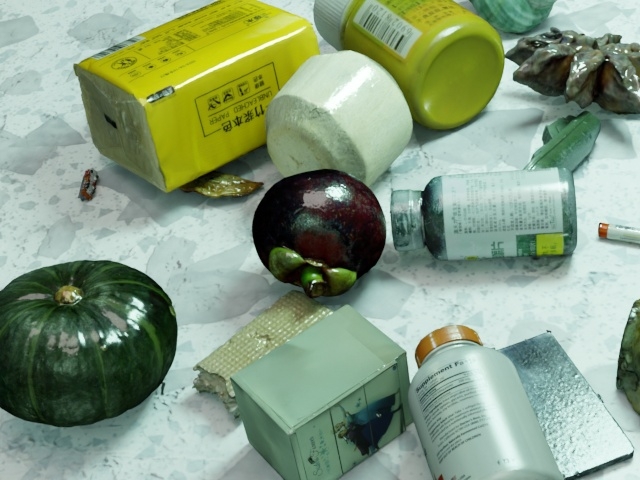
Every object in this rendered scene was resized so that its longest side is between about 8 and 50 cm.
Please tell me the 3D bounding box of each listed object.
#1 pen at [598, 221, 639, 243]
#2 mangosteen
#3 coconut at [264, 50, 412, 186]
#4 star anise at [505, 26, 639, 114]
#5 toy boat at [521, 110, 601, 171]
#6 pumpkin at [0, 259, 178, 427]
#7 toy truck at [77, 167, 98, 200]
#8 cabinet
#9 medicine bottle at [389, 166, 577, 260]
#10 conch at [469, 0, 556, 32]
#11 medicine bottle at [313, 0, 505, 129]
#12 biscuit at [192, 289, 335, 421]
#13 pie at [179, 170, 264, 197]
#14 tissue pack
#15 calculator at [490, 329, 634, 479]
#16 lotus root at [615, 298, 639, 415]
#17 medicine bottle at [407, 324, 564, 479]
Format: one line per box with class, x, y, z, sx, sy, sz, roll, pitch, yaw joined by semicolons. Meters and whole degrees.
pen;0.561;0.002;1.864;0.239;0.028;0.028;11;45;24
mangosteen;0.005;-0.006;1.862;0.216;0.216;0.216;-6;41;5
coconut;0.038;-0.214;2.069;0.237;0.237;0.266;24;60;34
star anise;0.495;-0.316;2.137;0.332;0.117;0.331;4;26;-2
toy boat;0.395;-0.143;2.028;0.085;0.078;0.260;32;51;23
pumpkin;-0.362;0.157;1.761;0.300;0.207;0.300;-5;27;3
toy truck;-0.439;-0.108;2.214;0.032;0.024;0.083;-28;37;27
cabinet;0.010;0.225;1.640;0.206;0.145;0.150;-31;44;-22
medicine bottle;0.261;-0.041;1.892;0.293;0.141;0.141;-3;41;8
conch;0.395;-0.524;2.413;0.220;0.195;0.277;-3;4;-36
medicine bottle;0.159;-0.387;2.251;0.224;0.224;0.384;-27;43;-18
biscuit;-0.080;0.170;1.786;0.108;0.062;0.239;29;55;37
pie;-0.198;-0.104;2.149;0.170;0.034;0.092;16;35;28
tissue pack;-0.222;-0.283;2.194;0.382;0.228;0.293;-30;36;-25
calculator;0.314;0.237;1.655;0.161;0.021;0.261;-17;41;-8
lotus root;0.548;0.140;1.624;0.260;0.149;0.267;23;47;32
medicine bottle;0.207;0.247;1.551;0.157;0.157;0.288;-14;44;-3
